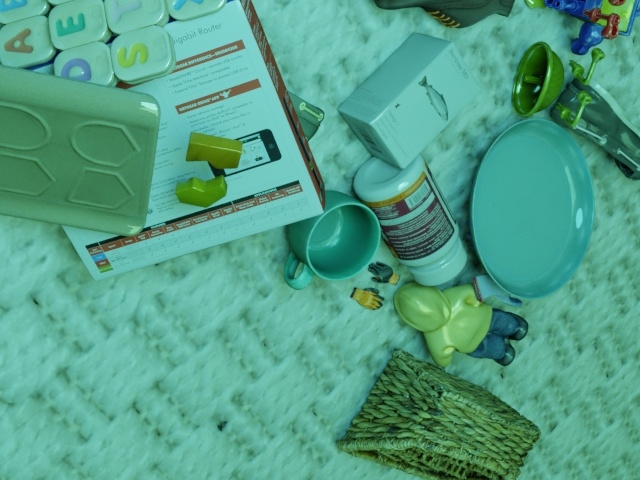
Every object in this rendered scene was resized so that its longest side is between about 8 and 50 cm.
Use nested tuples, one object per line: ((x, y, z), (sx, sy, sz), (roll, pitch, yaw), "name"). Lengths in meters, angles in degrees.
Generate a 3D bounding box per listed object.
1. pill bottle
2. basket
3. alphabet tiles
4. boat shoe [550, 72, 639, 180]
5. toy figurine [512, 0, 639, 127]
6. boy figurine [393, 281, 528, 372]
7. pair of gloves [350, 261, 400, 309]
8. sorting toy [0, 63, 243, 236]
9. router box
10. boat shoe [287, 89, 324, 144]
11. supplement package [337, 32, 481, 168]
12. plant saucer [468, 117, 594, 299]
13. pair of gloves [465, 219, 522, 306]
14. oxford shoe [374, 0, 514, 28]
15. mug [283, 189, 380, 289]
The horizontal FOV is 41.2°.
((0.152, -0.035, 1.386), (0.121, 0.121, 0.221), (-39, 123, -10), "pill bottle")
((0.227, 0.370, 1.542), (0.299, 0.213, 0.223), (29, 93, -35), "basket")
((-0.251, -0.307, 0.974), (0.278, 0.021, 0.284), (-13, 79, 10), "alphabet tiles")
((0.543, -0.179, 1.569), (0.335, 0.112, 0.095), (36, 107, -30), "boat shoe")
((0.474, -0.366, 1.402), (0.217, 0.191, 0.362), (-3, 113, -34), "toy figurine")
((0.245, 0.153, 1.537), (0.285, 0.092, 0.177), (19, 98, -33), "boy figurine")
((0.096, 0.079, 1.470), (0.074, 0.010, 0.083), (29, 93, -35), "pair of gloves")
((-0.256, -0.096, 1.009), (0.307, 0.041, 0.229), (10, 140, -10), "sorting toy")
((-0.197, -0.127, 1.082), (0.335, 0.082, 0.301), (-16, 122, 9), "router box")
((-0.109, -0.225, 1.172), (0.091, 0.109, 0.305), (-53, 131, -2), "boat shoe")
((0.137, -0.217, 1.312), (0.179, 0.105, 0.105), (-46, 124, -6), "supplement package")
((0.369, -0.055, 1.506), (0.317, 0.044, 0.317), (-2, 93, -35), "plant saucer")
((0.323, 0.027, 1.522), (0.159, 0.023, 0.198), (-14, 94, -37), "pair of gloves")
((0.196, -0.365, 1.294), (0.271, 0.097, 0.098), (-14, 122, -24), "oxford shoe")
((0.003, -0.009, 1.327), (0.158, 0.097, 0.129), (-18, 118, -22), "mug")
